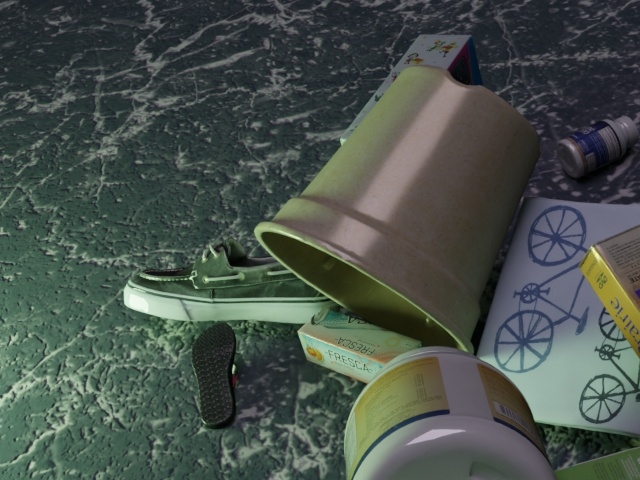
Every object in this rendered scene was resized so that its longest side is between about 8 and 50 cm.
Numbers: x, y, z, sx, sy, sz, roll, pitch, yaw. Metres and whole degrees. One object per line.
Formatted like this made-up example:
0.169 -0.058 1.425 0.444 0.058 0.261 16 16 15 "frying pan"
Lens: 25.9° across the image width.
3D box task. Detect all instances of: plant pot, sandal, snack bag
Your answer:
0.131 -0.053 1.867 0.333 0.334 0.305 22 76 41 "plant pot"
-0.147 0.197 1.983 0.067 0.040 0.179 -15 50 11 "sandal"
0.366 0.091 1.764 0.342 0.037 0.323 4 66 38 "snack bag"

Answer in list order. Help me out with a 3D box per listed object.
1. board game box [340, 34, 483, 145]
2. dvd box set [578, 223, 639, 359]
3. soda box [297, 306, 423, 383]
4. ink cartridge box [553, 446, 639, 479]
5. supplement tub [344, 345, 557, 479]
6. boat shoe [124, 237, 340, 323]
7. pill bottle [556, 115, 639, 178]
0.161 -0.150 2.161 0.097 0.224 0.303 4 41 29 "board game box"
0.531 0.133 1.570 0.307 0.062 0.420 -22 66 -22 "dvd box set"
0.059 0.154 1.936 0.183 0.058 0.063 18 48 37 "soda box"
0.370 0.293 1.584 0.209 0.109 0.062 -16 36 0 "ink cartridge box"
0.140 0.257 1.562 0.228 0.228 0.316 -13 13 4 "supplement tub"
-0.132 0.052 2.071 0.335 0.119 0.121 0 12 12 "boat shoe"
0.438 -0.151 2.187 0.120 0.067 0.067 -26 37 -13 "pill bottle"
